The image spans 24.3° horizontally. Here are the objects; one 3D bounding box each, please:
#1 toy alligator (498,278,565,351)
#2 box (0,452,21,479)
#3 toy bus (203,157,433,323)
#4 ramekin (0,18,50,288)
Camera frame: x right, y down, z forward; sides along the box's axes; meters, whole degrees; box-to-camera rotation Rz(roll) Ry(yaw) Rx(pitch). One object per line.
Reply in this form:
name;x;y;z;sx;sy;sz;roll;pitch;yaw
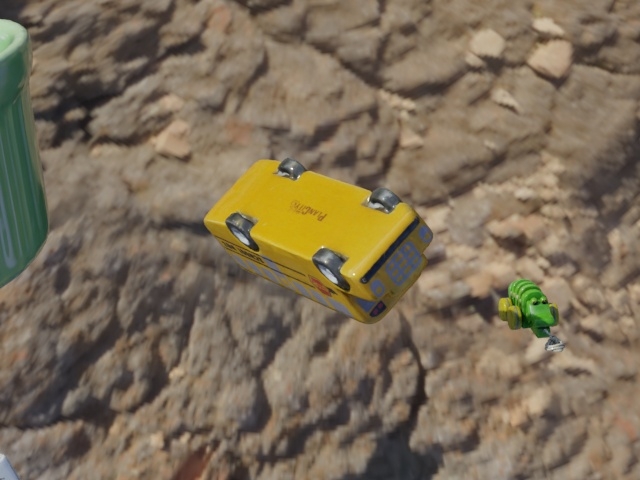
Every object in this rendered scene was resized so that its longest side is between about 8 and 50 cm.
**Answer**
toy alligator;0.252;0.080;1.752;0.056;0.189;0.051;-5;103;-8
box;-0.408;0.363;1.722;0.182;0.119;0.181;-35;106;-23
toy bus;0.000;0.000;1.656;0.108;0.333;0.130;-47;124;-16
ramekin;-0.327;-0.038;0.992;0.303;0.303;0.148;-10;110;2
